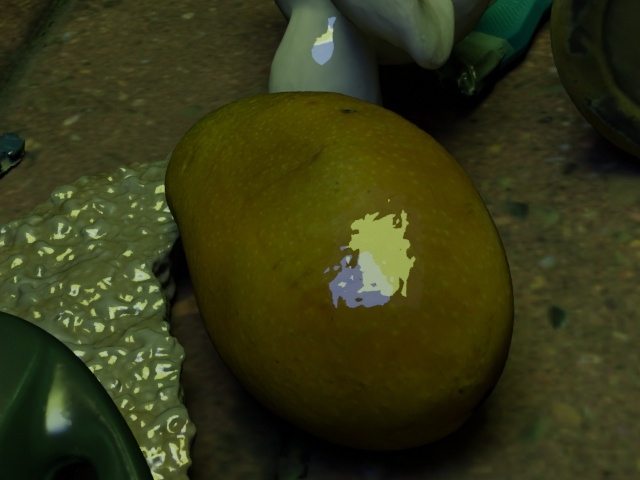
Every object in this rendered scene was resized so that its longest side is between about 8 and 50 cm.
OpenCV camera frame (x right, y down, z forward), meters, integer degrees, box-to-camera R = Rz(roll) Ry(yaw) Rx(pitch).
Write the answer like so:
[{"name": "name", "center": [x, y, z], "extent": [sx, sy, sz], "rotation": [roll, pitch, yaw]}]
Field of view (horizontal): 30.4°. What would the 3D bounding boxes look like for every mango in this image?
[{"name": "mango", "center": [0.000, 0.000, 0.534], "extent": [0.136, 0.099, 0.227], "rotation": [-43, 44, -1]}]

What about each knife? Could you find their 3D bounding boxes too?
[{"name": "knife", "center": [0.149, -0.166, 0.806], "extent": [0.044, 0.026, 0.296], "rotation": [19, 41, 27]}]

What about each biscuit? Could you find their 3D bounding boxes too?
[{"name": "biscuit", "center": [-0.127, 0.039, 0.572], "extent": [0.133, 0.032, 0.250], "rotation": [-10, 37, -1]}]

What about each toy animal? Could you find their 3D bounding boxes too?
[{"name": "toy animal", "center": [0.025, -0.174, 0.697], "extent": [0.154, 0.208, 0.325], "rotation": [24, 48, -8]}]

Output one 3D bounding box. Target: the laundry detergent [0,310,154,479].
[{"name": "laundry detergent", "center": [-0.114, 0.126, 0.400], "extent": [0.144, 0.078, 0.222], "rotation": [-33, 46, -10]}]

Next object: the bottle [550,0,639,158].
[{"name": "bottle", "center": [0.245, -0.198, 0.714], "extent": [0.171, 0.172, 0.351], "rotation": [5, 36, 17]}]

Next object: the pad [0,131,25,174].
[{"name": "pad", "center": [-0.354, -0.012, 0.700], "extent": [0.269, 0.012, 0.269], "rotation": [11, 41, 24]}]
